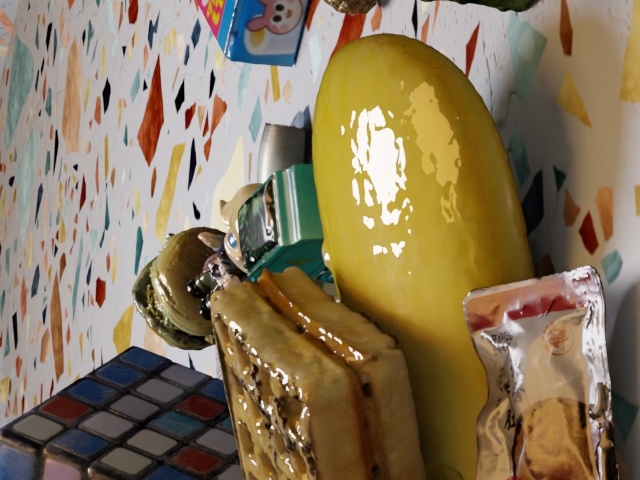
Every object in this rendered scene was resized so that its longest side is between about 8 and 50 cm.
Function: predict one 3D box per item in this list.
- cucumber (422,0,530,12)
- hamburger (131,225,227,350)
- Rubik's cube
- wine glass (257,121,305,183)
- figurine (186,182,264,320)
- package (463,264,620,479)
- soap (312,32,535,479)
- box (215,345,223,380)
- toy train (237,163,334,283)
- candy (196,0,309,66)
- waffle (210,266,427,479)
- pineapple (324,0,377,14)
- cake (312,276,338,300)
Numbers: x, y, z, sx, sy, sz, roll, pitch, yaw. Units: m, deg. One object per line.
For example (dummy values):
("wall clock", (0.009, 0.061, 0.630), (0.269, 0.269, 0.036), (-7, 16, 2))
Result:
("cucumber", (0.079, -0.273, 1.535), (0.134, 0.244, 0.134), (179, 90, -74))
("hamburger", (-0.149, 0.071, 2.239), (0.185, 0.159, 0.131), (49, 142, -3))
("Rubik's cube", (-0.179, 0.324, 1.901), (0.293, 0.287, 0.292), (-29, -45, -62))
("wine glass", (-0.056, -0.046, 2.118), (0.066, 0.066, 0.198), (-153, 68, -69))
("figurine", (-0.089, 0.013, 2.050), (0.196, 0.108, 0.114), (-40, 63, 30))
("package", (0.178, 0.147, 1.382), (0.154, 0.030, 0.239), (-13, 76, 46))
("soap", (0.095, 0.022, 1.574), (0.306, 0.115, 0.427), (-168, 65, -66))
("box", (-0.064, 0.156, 2.078), (0.194, 0.073, 0.139), (129, 141, -57))
("toy train", (-0.001, -0.014, 1.827), (0.198, 0.154, 0.107), (140, 128, -62))
("candy", (-0.098, -0.361, 2.244), (0.306, 0.100, 0.157), (-116, 37, -56))
("waffle", (0.011, 0.230, 1.612), (0.261, 0.114, 0.376), (-140, 35, -60))
("pineapple", (0.049, -0.327, 1.879), (0.074, 0.074, 0.159), (-119, 41, -57))
("cake", (0.000, 0.000, 1.967), (0.055, 0.051, 0.140), (170, 105, -71))
